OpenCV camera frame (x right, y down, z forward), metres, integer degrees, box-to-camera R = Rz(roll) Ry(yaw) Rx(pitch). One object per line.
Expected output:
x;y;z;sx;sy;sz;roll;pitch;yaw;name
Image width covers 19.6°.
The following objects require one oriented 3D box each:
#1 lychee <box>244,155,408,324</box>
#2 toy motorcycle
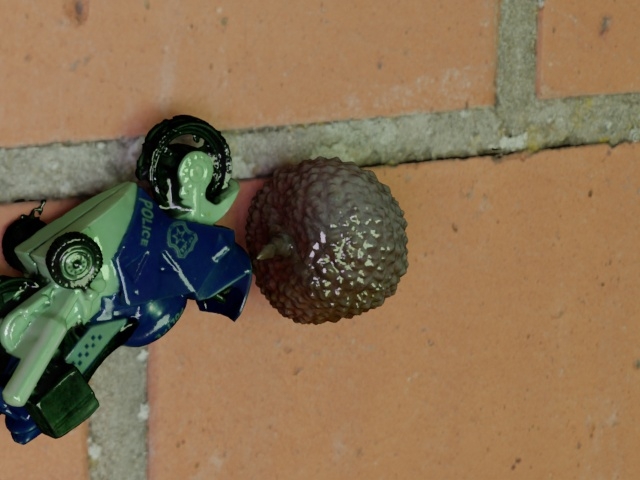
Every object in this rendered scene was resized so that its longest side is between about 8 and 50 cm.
0.000;0.000;1.758;0.197;0.165;0.165;5;98;-46;lychee
-0.182;0.043;1.667;0.331;0.125;0.196;-45;122;-24;toy motorcycle
